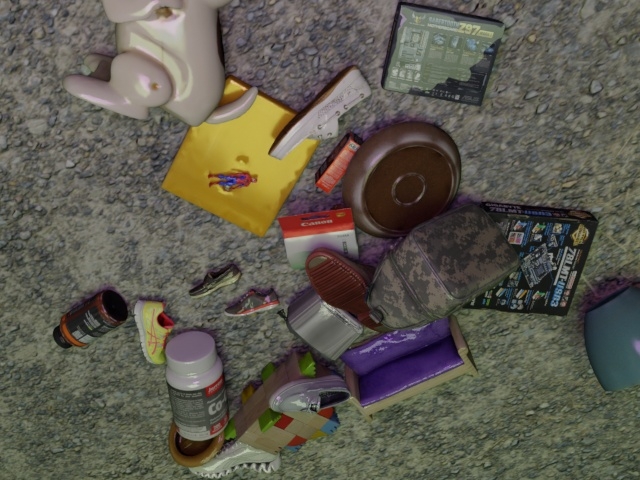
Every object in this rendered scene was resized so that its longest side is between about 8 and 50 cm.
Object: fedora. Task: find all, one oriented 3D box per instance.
[{"bbox_3d":[-0.367,0.596,1.846,0.194,0.194,0.079,-17,152,9],"label":"fedora"}]

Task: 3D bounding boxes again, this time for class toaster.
[{"bbox_3d":[0.012,0.207,1.630,0.227,0.129,0.146,41,111,-18],"label":"toaster"}]

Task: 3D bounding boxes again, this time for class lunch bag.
[{"bbox_3d":[0.276,0.079,1.450,0.212,0.305,0.256,54,140,15],"label":"lunch bag"}]

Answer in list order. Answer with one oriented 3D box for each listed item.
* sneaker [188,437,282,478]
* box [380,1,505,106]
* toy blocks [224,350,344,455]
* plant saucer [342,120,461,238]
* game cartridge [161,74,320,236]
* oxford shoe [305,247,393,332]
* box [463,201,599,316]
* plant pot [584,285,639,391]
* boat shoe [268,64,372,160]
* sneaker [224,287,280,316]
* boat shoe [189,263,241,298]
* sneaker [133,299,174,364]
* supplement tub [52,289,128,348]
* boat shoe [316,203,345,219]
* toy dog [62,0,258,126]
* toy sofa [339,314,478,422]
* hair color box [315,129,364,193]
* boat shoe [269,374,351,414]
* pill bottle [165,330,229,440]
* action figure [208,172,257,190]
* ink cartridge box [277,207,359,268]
[{"bbox_3d":[-0.270,0.666,1.903,0.292,0.110,0.118,-5,112,-8],"label":"sneaker"},{"bbox_3d":[0.264,-0.408,1.331,0.232,0.059,0.183,8,119,-4],"label":"box"},{"bbox_3d":[-0.062,0.499,1.779,0.261,0.191,0.381,33,107,-30],"label":"toy blocks"},{"bbox_3d":[0.205,-0.130,1.447,0.310,0.050,0.311,-8,121,-13],"label":"plant saucer"},{"bbox_3d":[-0.186,-0.199,1.451,0.285,0.053,0.324,27,113,-15],"label":"game cartridge"},{"bbox_3d":[0.084,0.107,1.555,0.123,0.130,0.348,-26,130,27],"label":"oxford shoe"},{"bbox_3d":[0.535,0.054,1.585,0.293,0.073,0.296,4,119,-4],"label":"box"},{"bbox_3d":[0.820,0.238,1.604,0.290,0.290,0.195,-37,77,18],"label":"plant pot"},{"bbox_3d":[0.005,-0.265,1.349,0.277,0.098,0.096,-43,109,0],"label":"boat shoe"},{"bbox_3d":[-0.191,0.166,1.656,0.158,0.061,0.065,-14,91,6],"label":"sneaker"},{"bbox_3d":[-0.287,0.106,1.616,0.152,0.056,0.049,-25,112,2],"label":"boat shoe"},{"bbox_3d":[-0.449,0.257,1.679,0.094,0.081,0.208,-7,119,0],"label":"sneaker"},{"bbox_3d":[-0.628,0.220,1.641,0.198,0.106,0.106,-29,115,15],"label":"supplement tub"},{"bbox_3d":[0.047,-0.061,1.526,0.178,0.064,0.060,-14,83,2],"label":"boat shoe"},{"bbox_3d":[-0.275,-0.445,1.179,0.395,0.284,0.408,23,113,-10],"label":"toy dog"},{"bbox_3d":[0.237,0.343,1.697,0.362,0.150,0.177,-27,117,14],"label":"toy sofa"},{"bbox_3d":[0.044,-0.188,1.444,0.043,0.072,0.141,33,113,-17],"label":"hair color box"},{"bbox_3d":[-0.022,0.418,1.614,0.227,0.081,0.079,-7,115,-27],"label":"boat shoe"},{"bbox_3d":[-0.351,0.411,1.719,0.161,0.161,0.283,-1,119,0],"label":"pill bottle"},{"bbox_3d":[-0.208,-0.141,1.437,0.115,0.030,0.038,-2,113,-2],"label":"action figure"},{"bbox_3d":[0.000,0.000,1.491,0.181,0.056,0.225,-8,158,4],"label":"ink cartridge box"}]
